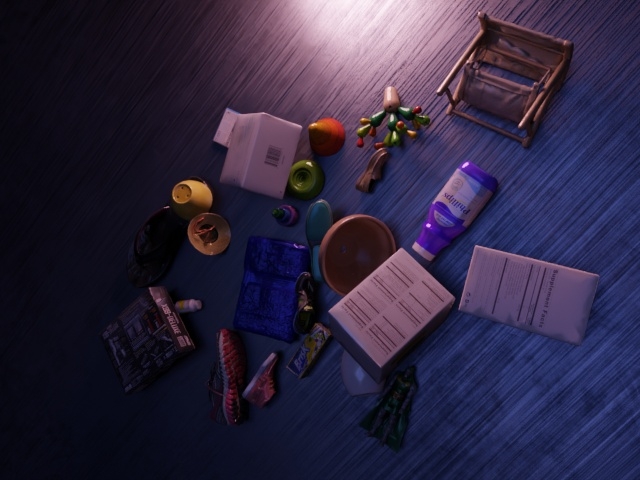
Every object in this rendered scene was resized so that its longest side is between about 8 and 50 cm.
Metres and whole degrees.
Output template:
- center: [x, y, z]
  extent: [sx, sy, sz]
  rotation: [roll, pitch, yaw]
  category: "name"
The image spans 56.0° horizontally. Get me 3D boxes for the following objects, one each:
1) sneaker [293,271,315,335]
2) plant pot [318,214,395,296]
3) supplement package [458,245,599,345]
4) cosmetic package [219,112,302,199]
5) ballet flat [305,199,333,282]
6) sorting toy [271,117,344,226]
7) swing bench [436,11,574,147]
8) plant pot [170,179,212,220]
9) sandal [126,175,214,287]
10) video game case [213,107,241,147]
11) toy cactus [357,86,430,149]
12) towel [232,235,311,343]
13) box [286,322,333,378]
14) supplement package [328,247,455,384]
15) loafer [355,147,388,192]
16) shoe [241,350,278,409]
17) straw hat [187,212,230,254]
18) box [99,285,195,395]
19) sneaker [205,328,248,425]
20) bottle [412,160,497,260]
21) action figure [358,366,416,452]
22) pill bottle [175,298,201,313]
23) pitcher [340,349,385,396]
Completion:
- center: [-0.040, 0.188, 1.785]
  extent: [0.078, 0.067, 0.188]
  rotation: [-177, 92, -65]
  category: "sneaker"
- center: [0.088, 0.038, 1.719]
  extent: [0.109, 0.237, 0.238]
  rotation: [24, 97, 62]
  category: "plant pot"
- center: [0.523, 0.133, 1.510]
  extent: [0.292, 0.177, 0.176]
  rotation: [15, 91, 24]
  category: "supplement package"
- center: [-0.187, -0.258, 1.824]
  extent: [0.224, 0.138, 0.224]
  rotation: [19, 94, 63]
  category: "cosmetic package"
- center: [0.000, 0.000, 1.796]
  extent: [0.083, 0.087, 0.248]
  rotation: [-2, 96, 5]
  category: "ballet flat"
- center: [-0.058, -0.214, 1.825]
  extent: [0.127, 0.126, 0.366]
  rotation: [29, 97, 23]
  category: "sorting toy"
- center: [0.487, -0.425, 1.586]
  extent: [0.253, 0.165, 0.255]
  rotation: [30, 92, 23]
  category: "swing bench"
- center: [-0.427, -0.139, 1.936]
  extent: [0.134, 0.095, 0.134]
  rotation: [-2, 78, 9]
  category: "plant pot"
- center: [-0.537, -0.035, 2.029]
  extent: [0.167, 0.107, 0.446]
  rotation: [41, 101, 21]
  category: "sandal"
- center: [-0.268, -0.354, 1.988]
  extent: [0.166, 0.015, 0.119]
  rotation: [27, 96, 23]
  category: "video game case"
- center: [0.202, -0.360, 1.745]
  extent: [0.218, 0.112, 0.181]
  rotation: [-12, 71, 31]
  category: "toy cactus"
- center: [-0.157, 0.148, 1.864]
  extent: [0.227, 0.076, 0.309]
  rotation: [10, 90, 25]
  category: "towel"
- center: [-0.029, 0.331, 1.805]
  extent: [0.059, 0.054, 0.169]
  rotation: [37, 100, 21]
  category: "box"
- center: [0.183, 0.202, 1.591]
  extent: [0.262, 0.199, 0.198]
  rotation: [-40, 69, -15]
  category: "supplement package"
- center: [0.160, -0.202, 1.769]
  extent: [0.050, 0.056, 0.148]
  rotation: [39, 111, 21]
  category: "loafer"
- center: [-0.162, 0.432, 1.855]
  extent: [0.081, 0.063, 0.178]
  rotation: [35, 95, 7]
  category: "shoe"
- center: [-0.371, -0.021, 1.975]
  extent: [0.061, 0.144, 0.145]
  rotation: [-8, 80, 63]
  category: "straw hat"
- center: [-0.587, 0.336, 2.015]
  extent: [0.307, 0.076, 0.243]
  rotation: [-40, 71, 25]
  category: "box"
- center: [-0.305, 0.427, 1.883]
  extent: [0.111, 0.120, 0.300]
  rotation: [-5, 84, 25]
  category: "sneaker"
- center: [0.359, -0.075, 1.646]
  extent: [0.118, 0.092, 0.283]
  rotation: [40, 101, 20]
  category: "bottle"
- center: [0.205, 0.458, 1.691]
  extent: [0.137, 0.063, 0.232]
  rotation: [26, 93, 26]
  category: "action figure"
- center: [-0.437, 0.218, 1.999]
  extent: [0.083, 0.043, 0.044]
  rotation: [-9, 82, 22]
  category: "pill bottle"
- center: [0.141, 0.328, 1.701]
  extent: [0.177, 0.125, 0.207]
  rotation: [-12, 69, 15]
  category: "pitcher"
